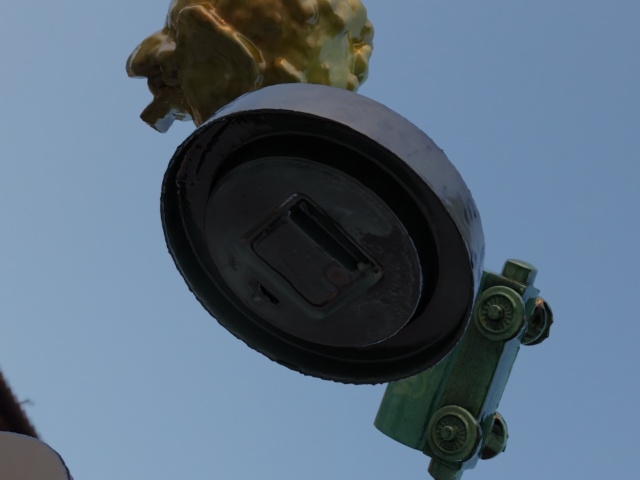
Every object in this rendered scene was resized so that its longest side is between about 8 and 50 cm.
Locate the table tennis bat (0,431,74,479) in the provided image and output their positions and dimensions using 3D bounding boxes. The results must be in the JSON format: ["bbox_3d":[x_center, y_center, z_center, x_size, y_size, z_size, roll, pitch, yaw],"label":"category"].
[{"bbox_3d":[-0.201,0.183,0.484,0.301,0.173,0.022,-110,-169,-63],"label":"table tennis bat"}]

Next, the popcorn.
[{"bbox_3d":[-0.076,-0.189,1.063,0.266,0.192,0.233,-17,-66,13],"label":"popcorn"}]

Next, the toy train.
[{"bbox_3d":[0.143,0.128,1.090,0.159,0.101,0.248,21,-86,37],"label":"toy train"}]

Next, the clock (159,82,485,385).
[{"bbox_3d":[0.000,0.000,0.657,0.215,0.042,0.215,14,-49,17],"label":"clock"}]
